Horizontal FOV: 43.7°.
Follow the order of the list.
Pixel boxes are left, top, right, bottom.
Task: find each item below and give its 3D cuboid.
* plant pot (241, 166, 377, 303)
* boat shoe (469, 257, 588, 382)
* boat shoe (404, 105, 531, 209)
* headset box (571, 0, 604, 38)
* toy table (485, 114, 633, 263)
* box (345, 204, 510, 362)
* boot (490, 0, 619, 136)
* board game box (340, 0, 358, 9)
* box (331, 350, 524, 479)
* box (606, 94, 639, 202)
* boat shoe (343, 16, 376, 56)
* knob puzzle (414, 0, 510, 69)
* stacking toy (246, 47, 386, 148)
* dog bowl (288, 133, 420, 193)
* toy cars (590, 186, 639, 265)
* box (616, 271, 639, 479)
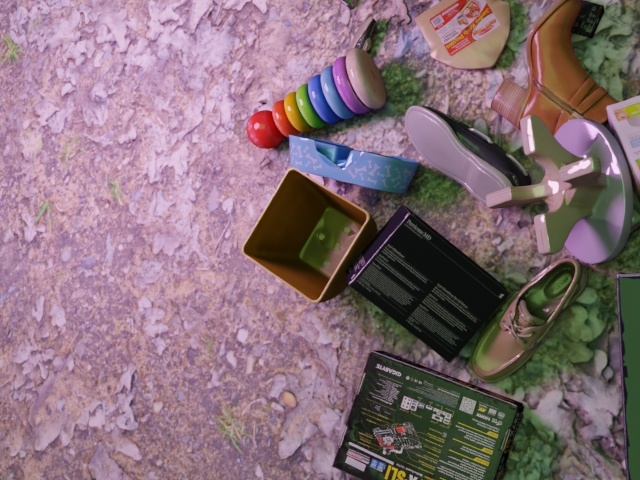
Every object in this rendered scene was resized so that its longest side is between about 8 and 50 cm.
[{"bbox_3d":[0.000,0.000,1.692,0.212,0.187,0.212,33,95,23],"label":"plant pot"},{"bbox_3d":[0.396,0.152,1.547,0.302,0.098,0.109,-48,67,9],"label":"boat shoe"},{"bbox_3d":[0.301,-0.181,1.650,0.302,0.091,0.114,48,145,21],"label":"boat shoe"},{"bbox_3d":[0.525,-0.456,1.627,0.083,0.032,0.062,24,91,25],"label":"headset box"},{"bbox_3d":[0.447,-0.095,1.457,0.252,0.161,0.274,-39,58,50],"label":"toy table"},{"bbox_3d":[0.208,0.083,1.572,0.261,0.103,0.184,38,101,-10],"label":"box"},{"bbox_3d":[0.494,-0.322,1.569,0.220,0.109,0.283,35,103,22],"label":"boot"},{"bbox_3d":[0.104,-0.674,1.845,0.259,0.030,0.136,-49,65,9],"label":"board game box"},{"bbox_3d":[0.211,0.391,1.600,0.322,0.079,0.257,17,90,24],"label":"box"},{"bbox_3d":[0.613,-0.163,1.457,0.114,0.103,0.203,-17,48,16],"label":"box"},{"bbox_3d":[0.092,-0.439,1.804,0.043,0.049,0.137,28,91,-18],"label":"boat shoe"},{"bbox_3d":[0.322,-0.446,1.713,0.213,0.030,0.213,-4,79,22],"label":"knob puzzle"},{"bbox_3d":[-0.026,-0.302,1.789,0.331,0.141,0.141,-21,74,24],"label":"stacking toy"},{"bbox_3d":[0.064,-0.164,1.712,0.297,0.166,0.074,17,100,24],"label":"dog bowl"},{"bbox_3d":[0.655,-0.045,1.475,0.394,0.087,0.176,-1,81,23],"label":"toy cars"},{"bbox_3d":[0.601,0.235,1.330,0.179,0.312,0.343,-3,81,22],"label":"box"}]
